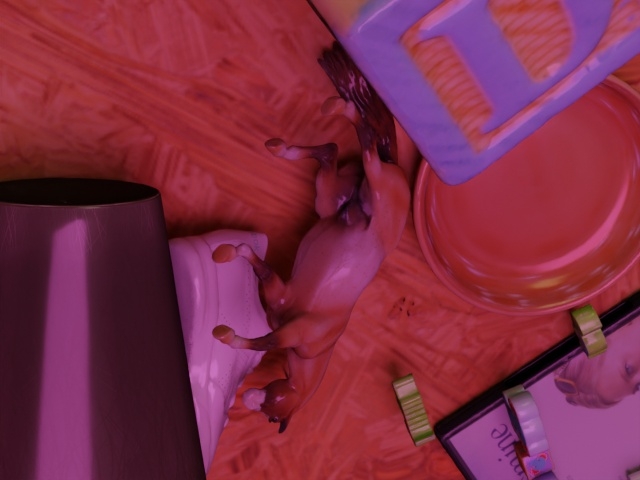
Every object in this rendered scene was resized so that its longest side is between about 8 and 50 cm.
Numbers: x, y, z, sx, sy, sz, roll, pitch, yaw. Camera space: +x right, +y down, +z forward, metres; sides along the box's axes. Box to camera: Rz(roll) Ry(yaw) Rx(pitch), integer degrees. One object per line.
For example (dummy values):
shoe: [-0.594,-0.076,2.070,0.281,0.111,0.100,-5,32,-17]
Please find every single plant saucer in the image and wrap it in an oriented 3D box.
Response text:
plant saucer: [0.160,-0.040,1.375,0.200,0.037,0.200,-5,114,-12]

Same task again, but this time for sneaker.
sneaker: [-0.073,0.090,1.358,0.094,0.080,0.212,-15,127,-37]

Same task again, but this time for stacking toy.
stacking toy: [0.167,0.170,1.439,0.167,0.052,0.221,-23,116,-3]

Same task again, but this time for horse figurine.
horse figurine: [0.000,0.000,1.305,0.174,0.066,0.263,36,75,-56]

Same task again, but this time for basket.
basket: [-0.171,0.077,1.263,0.204,0.154,0.227,-2,101,-20]

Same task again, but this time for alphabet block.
alphabet block: [0.079,-0.190,1.163,0.193,0.197,0.192,-36,144,2]

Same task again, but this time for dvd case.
dvd case: [0.237,0.146,1.488,0.253,0.022,0.180,-33,118,2]
